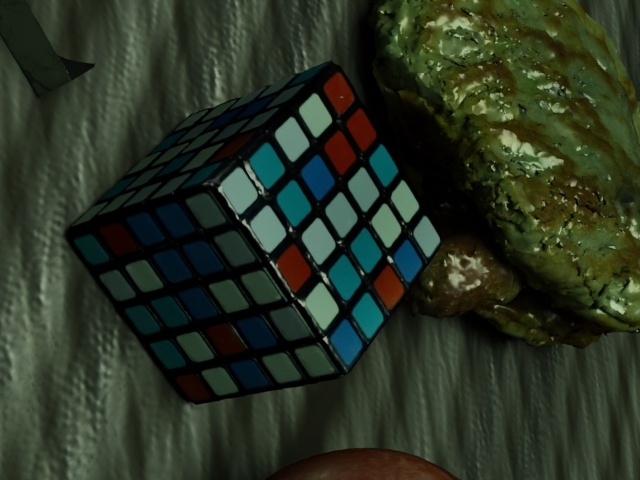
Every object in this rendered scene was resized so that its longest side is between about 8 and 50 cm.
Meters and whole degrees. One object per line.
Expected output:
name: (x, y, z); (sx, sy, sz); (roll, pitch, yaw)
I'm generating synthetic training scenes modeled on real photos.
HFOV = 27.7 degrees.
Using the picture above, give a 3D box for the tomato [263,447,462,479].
tomato: (0.026, 0.288, 0.966); (0.265, 0.265, 0.265); (15, 69, -42)

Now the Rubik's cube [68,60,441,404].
Rubik's cube: (-0.046, -0.004, 1.015); (0.182, 0.184, 0.187); (56, 48, -18)

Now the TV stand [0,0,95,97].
TV stand: (-0.255, -0.231, 0.967); (0.040, 0.049, 0.256); (-42, 108, -44)

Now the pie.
pie: (0.223, -0.102, 1.322); (0.395, 0.180, 0.418); (16, 61, -40)
